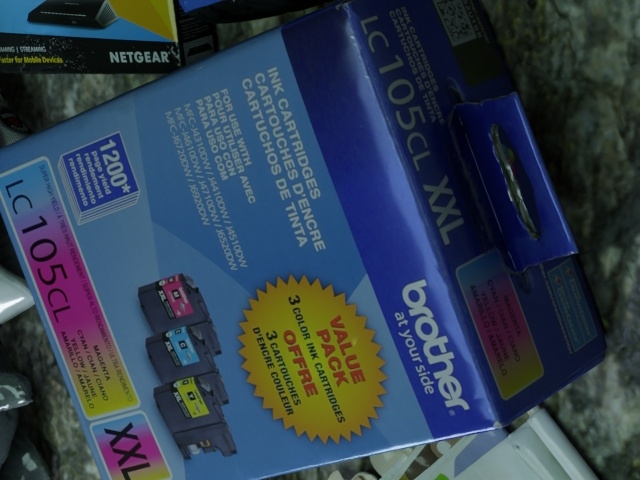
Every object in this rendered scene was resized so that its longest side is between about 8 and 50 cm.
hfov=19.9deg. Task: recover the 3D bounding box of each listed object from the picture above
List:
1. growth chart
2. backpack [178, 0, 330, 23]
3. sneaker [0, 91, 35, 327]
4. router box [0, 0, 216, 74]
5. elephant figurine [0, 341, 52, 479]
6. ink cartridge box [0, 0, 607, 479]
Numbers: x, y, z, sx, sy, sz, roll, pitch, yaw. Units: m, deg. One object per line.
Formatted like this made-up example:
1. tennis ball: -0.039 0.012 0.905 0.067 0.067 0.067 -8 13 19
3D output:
1. growth chart: 0.100 0.196 1.234 0.237 0.021 0.172 -38 81 38
2. backpack: -0.041 -0.187 1.142 0.098 0.120 0.101 -15 97 39
3. sneaker: -0.278 -0.092 1.363 0.146 0.122 0.330 -14 90 16
4. router box: -0.161 -0.184 1.277 0.179 0.046 0.133 3 107 35
5. elephant figurine: -0.298 0.181 1.457 0.169 0.186 0.239 -9 118 -6
6. ink cartridge box: 0.000 0.000 1.162 0.395 0.151 0.270 -19 94 37
